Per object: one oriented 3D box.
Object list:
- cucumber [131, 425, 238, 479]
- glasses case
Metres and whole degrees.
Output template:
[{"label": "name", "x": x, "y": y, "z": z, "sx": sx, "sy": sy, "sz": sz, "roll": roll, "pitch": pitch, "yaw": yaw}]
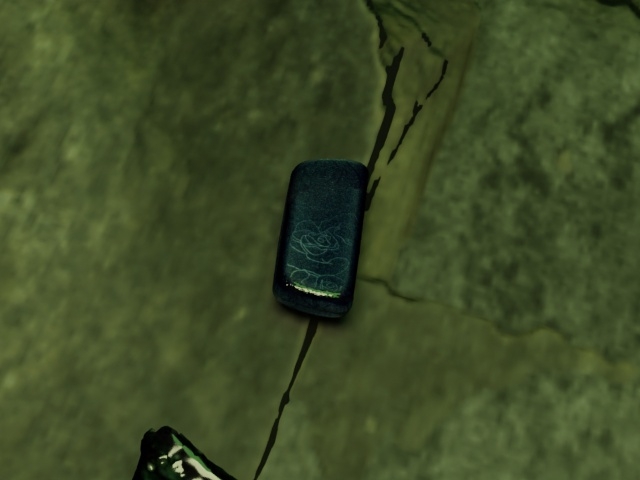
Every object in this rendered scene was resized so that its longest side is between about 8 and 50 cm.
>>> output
[{"label": "cucumber", "x": 0.026, "y": 0.139, "z": 0.638, "sx": 0.220, "sy": 0.070, "sz": 0.046, "roll": 35, "pitch": 89, "yaw": 19}, {"label": "glasses case", "x": 0.000, "y": 0.000, "z": 0.788, "sx": 0.033, "sy": 0.023, "sz": 0.083, "roll": 6, "pitch": 44, "yaw": 2}]
